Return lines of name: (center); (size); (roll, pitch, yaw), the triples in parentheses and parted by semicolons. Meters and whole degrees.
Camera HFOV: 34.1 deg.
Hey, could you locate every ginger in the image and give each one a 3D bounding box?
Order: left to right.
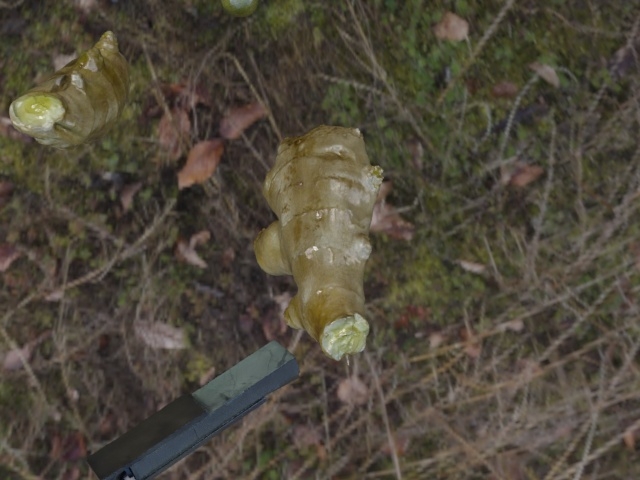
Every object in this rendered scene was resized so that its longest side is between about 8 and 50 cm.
ginger: (-0.232, -0.143, 1.035); (0.115, 0.205, 0.081); (-37, 98, 5)
ginger: (-0.023, 0.004, 1.528); (0.236, 0.375, 0.166); (-5, 140, 25)

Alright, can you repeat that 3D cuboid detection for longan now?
longan: (-0.148, -0.449, 1.903); (0.075, 0.075, 0.083); (0, 114, -6)

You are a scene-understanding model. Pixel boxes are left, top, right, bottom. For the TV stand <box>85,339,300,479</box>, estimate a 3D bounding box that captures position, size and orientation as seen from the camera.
TV stand: (-0.140, 0.200, 1.182); (0.256, 0.049, 0.040); (-32, 127, -21)
